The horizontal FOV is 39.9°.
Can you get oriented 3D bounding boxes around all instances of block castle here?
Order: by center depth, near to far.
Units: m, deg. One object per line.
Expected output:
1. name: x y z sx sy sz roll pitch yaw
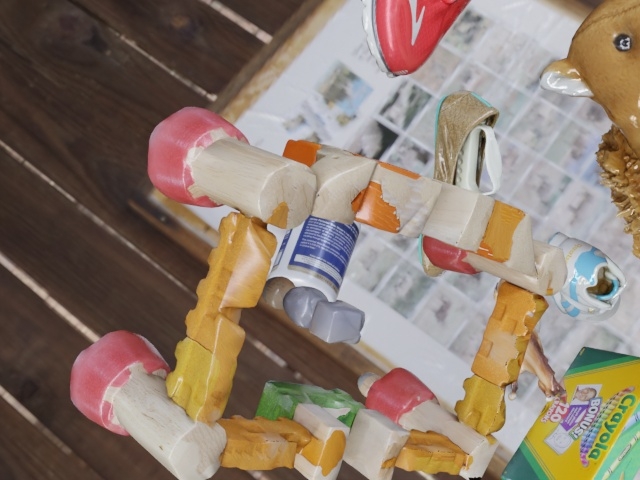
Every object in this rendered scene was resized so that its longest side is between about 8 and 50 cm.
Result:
1. block castle: 0.011 0.065 0.869 0.453 0.213 0.303 14 98 -42

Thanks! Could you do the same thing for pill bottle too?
1. pill bottle: 0.000 0.000 1.181 0.094 0.094 0.169 92 17 -64

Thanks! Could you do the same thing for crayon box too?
1. crayon box: 0.438 0.311 1.424 0.278 0.081 0.165 -51 -154 -19

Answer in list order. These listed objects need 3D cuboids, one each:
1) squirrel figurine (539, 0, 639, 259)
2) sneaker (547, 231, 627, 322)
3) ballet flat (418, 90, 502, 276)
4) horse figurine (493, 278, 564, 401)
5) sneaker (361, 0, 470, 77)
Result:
1. squirrel figurine: 0.416 -0.094 1.000 0.281 0.370 0.397 -40 166 -16
2. sneaker: 0.390 0.071 1.267 0.228 0.092 0.087 35 86 -49
3. ballet flat: 0.250 -0.082 1.518 0.116 0.124 0.342 -12 115 -45
4. horse figurine: 0.307 0.128 1.345 0.174 0.066 0.263 82 6 -68
5. sneaker: 0.138 -0.271 0.813 0.107 0.118 0.279 42 76 -44
